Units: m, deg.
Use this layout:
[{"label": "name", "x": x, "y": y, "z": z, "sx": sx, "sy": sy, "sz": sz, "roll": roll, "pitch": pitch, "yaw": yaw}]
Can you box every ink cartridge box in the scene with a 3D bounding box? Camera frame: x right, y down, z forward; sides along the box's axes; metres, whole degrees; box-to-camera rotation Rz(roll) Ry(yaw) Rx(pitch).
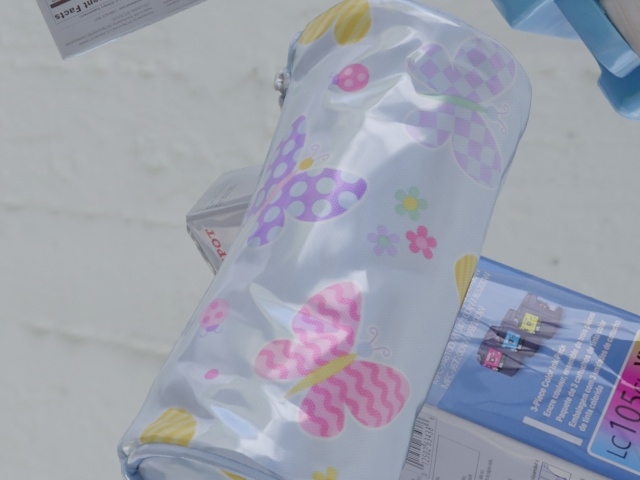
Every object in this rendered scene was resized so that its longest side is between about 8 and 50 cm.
[{"label": "ink cartridge box", "x": 0.000, "y": 0.000, "z": 1.760, "sx": 0.212, "sy": 0.093, "sz": 0.154, "roll": -13, "pitch": -63, "yaw": 35}, {"label": "ink cartridge box", "x": 0.091, "y": 0.134, "z": 1.467, "sx": 0.395, "sy": 0.151, "sz": 0.270, "roll": 20, "pitch": -33, "yaw": 12}]

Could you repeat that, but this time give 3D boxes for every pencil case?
[{"label": "pencil case", "x": 0.006, "y": 0.016, "z": 0.854, "sx": 0.124, "sy": 0.273, "sz": 0.113, "roll": 22, "pitch": -28, "yaw": -2}]

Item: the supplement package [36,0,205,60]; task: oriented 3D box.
[{"label": "supplement package", "x": -0.176, "y": -0.287, "z": 1.806, "sx": 0.204, "sy": 0.262, "sz": 0.145, "roll": -23, "pitch": -80, "yaw": 2}]

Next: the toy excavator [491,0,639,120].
[{"label": "toy excavator", "x": 0.278, "y": -0.171, "z": 1.483, "sx": 0.222, "sy": 0.433, "sz": 0.445, "roll": -39, "pitch": -101, "yaw": 20}]
